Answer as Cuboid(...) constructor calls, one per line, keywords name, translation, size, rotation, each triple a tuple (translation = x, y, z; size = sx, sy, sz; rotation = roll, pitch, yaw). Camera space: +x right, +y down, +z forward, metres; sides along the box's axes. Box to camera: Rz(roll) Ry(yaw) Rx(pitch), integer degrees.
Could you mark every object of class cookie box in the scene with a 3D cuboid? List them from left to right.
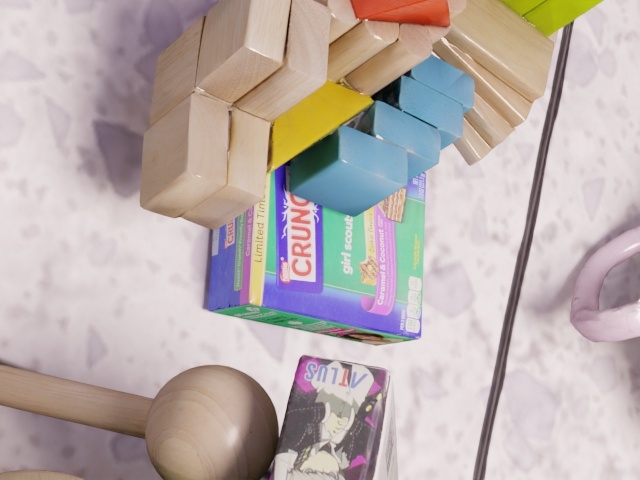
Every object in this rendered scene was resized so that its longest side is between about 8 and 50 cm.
Cuboid(name="cookie box", translation=(0.000, 0.000, 0.781), size=(0.107, 0.040, 0.092), rotation=(13, 72, -34))

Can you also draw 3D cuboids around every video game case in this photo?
Cuboid(name="video game case", translation=(-0.006, 0.181, 0.642), size=(0.041, 0.232, 0.210), rotation=(11, 70, 8))

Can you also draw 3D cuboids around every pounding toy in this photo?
Cuboid(name="pounding toy", translation=(-0.099, 0.170, 0.616), size=(0.110, 0.182, 0.237), rotation=(47, 49, -50))

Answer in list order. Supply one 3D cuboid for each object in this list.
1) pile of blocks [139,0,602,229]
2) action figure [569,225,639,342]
Cuboid(name="pile of blocks", translation=(0.062, -0.109, 0.770), size=(0.149, 0.112, 0.362), rotation=(52, 48, -7))
Cuboid(name="action figure", translation=(0.353, -0.040, 0.882), size=(0.275, 0.370, 0.248), rotation=(34, 21, -7))
